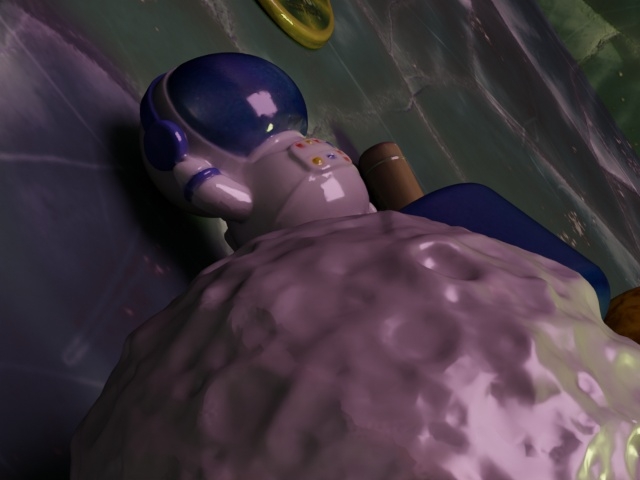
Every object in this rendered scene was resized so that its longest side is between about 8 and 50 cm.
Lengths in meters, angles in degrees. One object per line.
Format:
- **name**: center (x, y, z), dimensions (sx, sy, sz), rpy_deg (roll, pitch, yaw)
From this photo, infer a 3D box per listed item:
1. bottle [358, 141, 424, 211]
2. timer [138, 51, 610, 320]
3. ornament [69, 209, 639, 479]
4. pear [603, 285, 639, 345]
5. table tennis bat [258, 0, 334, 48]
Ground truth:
- **bottle**: center (0.090, -0.041, 1.559), dimensions (0.053, 0.053, 0.140), rpy_deg (18, 43, -59)
- **timer**: center (0.000, 0.000, 1.090), dimensions (0.383, 0.270, 0.270), rpy_deg (47, 17, 19)
- **ornament**: center (0.030, 0.142, 0.756), dimensions (0.337, 0.337, 0.337), rpy_deg (46, 23, -26)
- **pear**: center (0.399, 0.174, 1.527), dimensions (0.281, 0.280, 0.281), rpy_deg (46, 23, -26)
- **table tennis bat**: center (-0.074, -0.371, 1.713), dimensions (0.198, 0.050, 0.321), rpy_deg (7, 57, -62)
